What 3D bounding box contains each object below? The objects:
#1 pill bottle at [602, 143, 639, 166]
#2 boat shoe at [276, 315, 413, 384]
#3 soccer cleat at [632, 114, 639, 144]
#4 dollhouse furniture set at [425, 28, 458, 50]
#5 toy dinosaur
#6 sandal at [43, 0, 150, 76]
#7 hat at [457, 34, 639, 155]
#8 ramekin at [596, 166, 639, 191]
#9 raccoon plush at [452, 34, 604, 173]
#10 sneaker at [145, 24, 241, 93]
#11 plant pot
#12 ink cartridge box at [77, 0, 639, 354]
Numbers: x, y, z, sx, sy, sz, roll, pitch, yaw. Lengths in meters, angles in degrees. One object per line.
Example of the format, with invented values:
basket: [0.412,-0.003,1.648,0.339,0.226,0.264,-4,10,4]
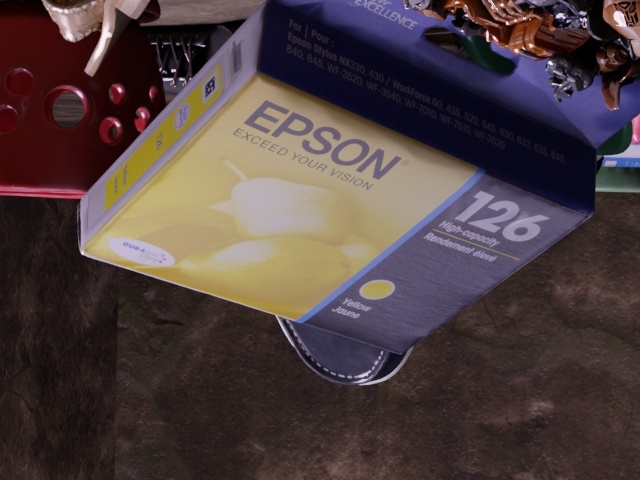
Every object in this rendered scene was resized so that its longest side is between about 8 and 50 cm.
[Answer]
pill bottle: [0.412,-0.146,1.881,0.221,0.124,0.124,2,-178,3]
boat shoe: [0.000,0.000,1.467,0.186,0.156,0.500,13,145,12]
soccer cleat: [0.405,-0.135,1.332,0.318,0.116,0.108,2,-178,10]
dollhouse furniture set: [0.127,-0.139,1.385,0.151,0.123,0.144,0,-178,-43]
toy dinosaur: [0.186,-0.119,0.807,0.218,0.164,0.322,21,-170,-41]
sandal: [-0.145,-0.174,1.026,0.079,0.088,0.240,33,167,-11]
hat: [0.232,-0.182,1.231,0.208,0.183,0.173,44,168,2]
ramekin: [0.373,-0.145,2.317,0.303,0.148,0.303,1,-178,0]
raccoon plush: [0.095,-0.112,1.707,0.446,0.216,0.299,9,-176,18]
sneaker: [-0.131,-0.171,1.588,0.118,0.083,0.222,1,-178,-20]
plant pot: [-0.212,-0.119,1.246,0.191,0.174,0.191,1,-178,0]
ink cartridge box: [0.036,-0.047,1.137,0.303,0.072,0.307,20,138,-31]
